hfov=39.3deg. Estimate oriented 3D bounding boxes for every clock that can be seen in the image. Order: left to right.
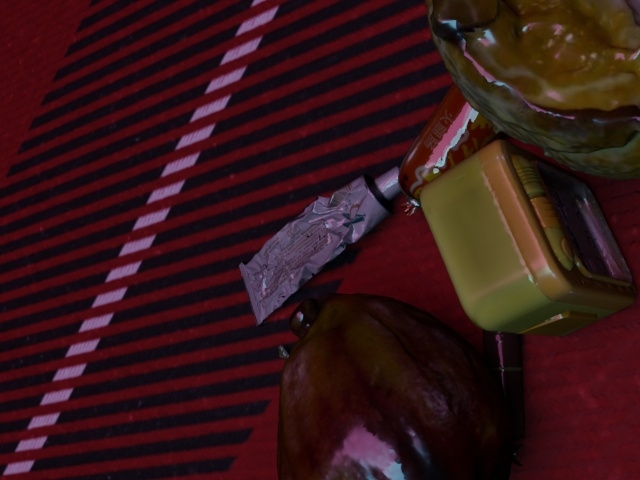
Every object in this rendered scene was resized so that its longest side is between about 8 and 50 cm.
[{"bbox_3d":[0.184,0.004,0.768,0.096,0.202,0.143,-33,66,27],"label":"clock"}]

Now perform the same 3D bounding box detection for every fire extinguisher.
[{"bbox_3d":[0.173,0.145,0.854,0.056,0.039,0.132,160,111,-66],"label":"fire extinguisher"}]

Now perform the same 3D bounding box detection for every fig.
[{"bbox_3d":[0.061,0.175,0.815,0.223,0.224,0.263,-14,65,33],"label":"fig"}]

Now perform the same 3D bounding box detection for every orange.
[{"bbox_3d":[0.270,-0.173,0.713,0.368,0.210,0.271,3,76,10],"label":"orange"}]

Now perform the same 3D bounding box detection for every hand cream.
[{"bbox_3d":[-0.002,0.000,0.998,0.257,0.050,0.084,-36,67,29],"label":"hand cream"}]

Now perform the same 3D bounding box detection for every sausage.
[{"bbox_3d":[0.158,-0.132,0.889,0.083,0.083,0.264,44,109,32],"label":"sausage"}]

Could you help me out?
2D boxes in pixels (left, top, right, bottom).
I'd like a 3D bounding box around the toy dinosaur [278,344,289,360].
[{"bbox_3d":[0.021,0.149,0.964,0.180,0.037,0.058,39,129,40],"label":"toy dinosaur"}]
